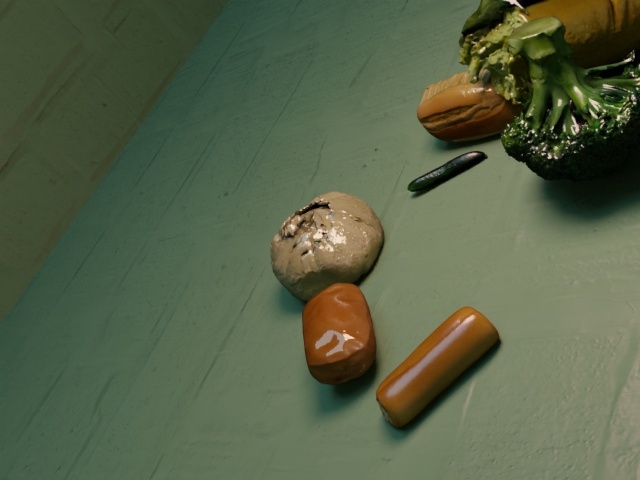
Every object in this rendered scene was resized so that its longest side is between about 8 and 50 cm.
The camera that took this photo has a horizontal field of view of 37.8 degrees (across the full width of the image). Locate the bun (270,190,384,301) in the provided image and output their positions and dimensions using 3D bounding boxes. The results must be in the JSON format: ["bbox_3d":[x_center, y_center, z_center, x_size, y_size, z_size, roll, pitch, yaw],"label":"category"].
[{"bbox_3d":[0.000,0.000,1.983,0.259,0.152,0.259,-32,32,23],"label":"bun"}]

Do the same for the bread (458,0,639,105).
[{"bbox_3d":[0.473,-0.410,1.776,0.376,0.251,0.208,-23,65,-9],"label":"bread"}]

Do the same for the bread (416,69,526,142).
[{"bbox_3d":[0.313,-0.281,1.978,0.236,0.140,0.106,-11,44,48],"label":"bread"}]

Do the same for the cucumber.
[{"bbox_3d":[0.265,-0.147,1.970,0.184,0.033,0.036,-28,11,22],"label":"cucumber"}]

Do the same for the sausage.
[{"bbox_3d":[0.033,0.169,1.739,0.136,0.120,0.241,-23,31,5],"label":"sausage"}]

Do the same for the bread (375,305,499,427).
[{"bbox_3d":[0.185,0.206,1.545,0.239,0.074,0.092,-44,33,-1],"label":"bread"}]

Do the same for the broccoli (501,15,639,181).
[{"bbox_3d":[0.438,-0.237,1.593,0.297,0.297,0.297,-25,23,11],"label":"broccoli"}]

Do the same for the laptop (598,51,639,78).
[{"bbox_3d":[0.586,-0.306,1.801,0.135,0.016,0.197,-4,44,50],"label":"laptop"}]
